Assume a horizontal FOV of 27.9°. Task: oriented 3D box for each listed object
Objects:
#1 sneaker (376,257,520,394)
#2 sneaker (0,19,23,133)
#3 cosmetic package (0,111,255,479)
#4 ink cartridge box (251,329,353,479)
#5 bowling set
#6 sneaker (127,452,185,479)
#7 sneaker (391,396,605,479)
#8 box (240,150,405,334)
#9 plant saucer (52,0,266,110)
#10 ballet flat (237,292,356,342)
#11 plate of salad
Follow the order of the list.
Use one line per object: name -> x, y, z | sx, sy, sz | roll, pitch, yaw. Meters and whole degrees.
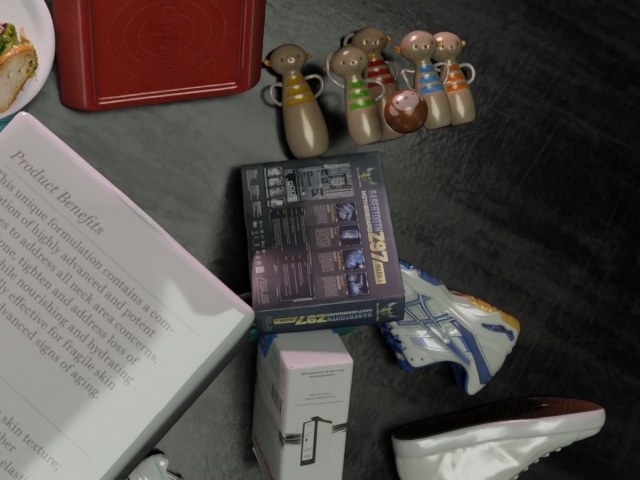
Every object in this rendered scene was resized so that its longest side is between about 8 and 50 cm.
sneaker -> 0.116, 0.102, 1.686 | 0.296, 0.112, 0.131 | 28, 90, -10
sneaker -> -0.407, -0.162, 1.564 | 0.110, 0.107, 0.275 | 27, 84, -38
cosmetic package -> -0.319, 0.134, 1.430 | 0.329, 0.327, 0.394 | 42, 81, 3
ink cartridge box -> -0.026, 0.203, 1.599 | 0.086, 0.148, 0.203 | -4, 118, -16
bowling set -> 0.092, -0.207, 1.631 | 0.287, 0.200, 0.154 | -14, 92, -17
sneaker -> -0.187, 0.341, 1.644 | 0.061, 0.053, 0.152 | -33, 99, -14
sneaker -> 0.244, 0.288, 1.734 | 0.290, 0.106, 0.123 | -11, 98, -3
box -> 0.000, 0.000, 1.597 | 0.183, 0.059, 0.233 | -7, 54, -2
plant saucer -> -0.185, -0.255, 1.541 | 0.259, 0.258, 0.048 | -9, 51, -14
ballet flat -> -0.056, 0.094, 1.665 | 0.213, 0.072, 0.068 | -6, 64, -17
plate of salad -> -0.402, -0.233, 1.469 | 0.199, 0.048, 0.200 | 1, 86, -18
